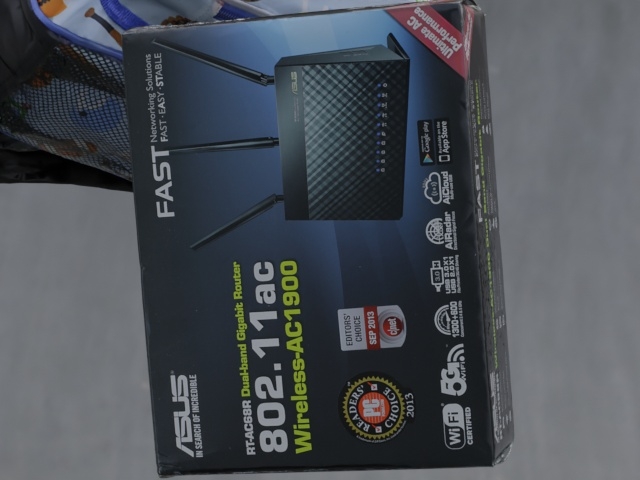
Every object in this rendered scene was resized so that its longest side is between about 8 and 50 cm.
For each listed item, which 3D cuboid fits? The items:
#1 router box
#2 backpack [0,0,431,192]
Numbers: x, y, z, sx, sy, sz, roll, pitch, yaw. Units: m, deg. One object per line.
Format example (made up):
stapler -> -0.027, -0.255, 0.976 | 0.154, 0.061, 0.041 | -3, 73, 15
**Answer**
router box -> 0.000, 0.000, 0.481 | 0.092, 0.122, 0.038 | -4, 2, 15
backpack -> -0.044, -0.141, 0.985 | 0.263, 0.276, 0.213 | 27, -31, -33
